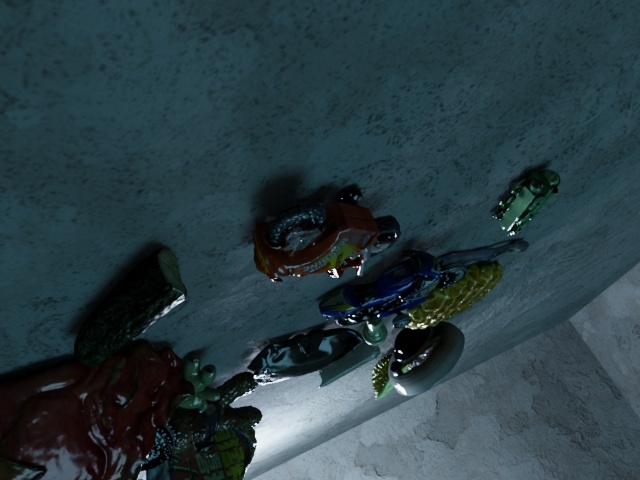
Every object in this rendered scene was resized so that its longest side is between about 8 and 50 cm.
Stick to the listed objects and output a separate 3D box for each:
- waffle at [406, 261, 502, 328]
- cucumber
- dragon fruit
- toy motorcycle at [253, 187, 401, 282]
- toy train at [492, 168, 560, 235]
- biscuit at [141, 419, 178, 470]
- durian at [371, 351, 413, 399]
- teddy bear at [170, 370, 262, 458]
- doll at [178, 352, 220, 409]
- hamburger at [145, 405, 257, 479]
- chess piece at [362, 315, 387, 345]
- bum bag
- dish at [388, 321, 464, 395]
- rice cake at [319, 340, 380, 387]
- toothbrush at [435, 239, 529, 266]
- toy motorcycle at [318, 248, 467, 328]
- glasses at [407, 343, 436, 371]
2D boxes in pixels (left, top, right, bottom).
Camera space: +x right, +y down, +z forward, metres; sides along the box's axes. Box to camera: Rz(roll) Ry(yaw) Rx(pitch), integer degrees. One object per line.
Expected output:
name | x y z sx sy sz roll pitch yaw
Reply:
waffle | 0.379 0.158 1.651 0.329 0.062 0.329 -23 156 -11
cucumber | -0.267 0.101 0.808 0.241 0.074 0.074 -38 155 27
dragon fruit | -0.364 0.315 0.943 0.329 0.228 0.286 -23 154 -9
toy motorcycle | 0.002 0.000 0.878 0.171 0.089 0.298 -39 155 25
toy train | 0.430 -0.080 1.218 0.105 0.071 0.178 -29 159 -18
biscuit | -0.390 0.406 1.208 0.195 0.053 0.194 0 125 -1
durian | 0.241 0.436 2.027 0.220 0.095 0.137 -48 -168 25
teddy bear | -0.258 0.410 1.363 0.251 0.181 0.129 -14 180 -39
doll | -0.252 0.284 1.192 0.115 0.077 0.150 27 130 -7
hamburger | -0.306 0.529 1.461 0.276 0.260 0.150 17 154 -21
chess piece | 0.140 0.225 1.526 0.067 0.067 0.103 -25 148 -9
bum bag | -0.037 0.267 1.399 0.326 0.079 0.142 -8 141 -33
dish | 0.292 0.328 1.805 0.273 0.134 0.273 -42 -166 12
rice cake | 0.080 0.351 1.707 0.207 0.063 0.069 -30 162 7
toothbrush | 0.397 0.035 1.453 0.414 0.035 0.042 -7 151 -41
toy motorcycle | 0.153 0.100 1.232 0.316 0.113 0.169 -23 147 8
glasses | 0.364 0.410 2.092 0.255 0.095 0.162 -34 -168 -24
